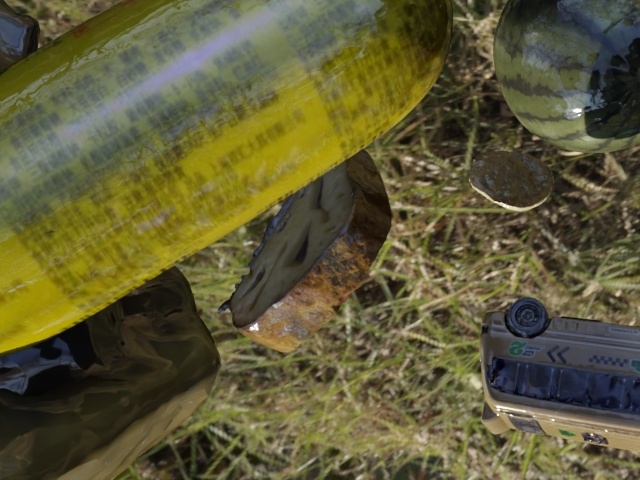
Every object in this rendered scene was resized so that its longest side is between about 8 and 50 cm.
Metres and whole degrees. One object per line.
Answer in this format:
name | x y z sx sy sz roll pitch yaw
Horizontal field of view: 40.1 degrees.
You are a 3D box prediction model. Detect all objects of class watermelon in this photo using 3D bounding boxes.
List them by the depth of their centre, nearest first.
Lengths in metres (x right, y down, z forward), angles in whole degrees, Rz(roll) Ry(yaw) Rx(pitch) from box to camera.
watermelon | 0.388 -0.272 1.261 0.279 0.359 0.279 0 111 1

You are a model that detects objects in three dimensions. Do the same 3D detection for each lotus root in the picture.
lotus root | 0.000 0.000 0.954 0.260 0.074 0.170 -57 24 -8

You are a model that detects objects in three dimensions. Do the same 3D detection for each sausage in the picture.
sausage | -0.076 -0.057 0.431 0.347 0.123 0.123 -32 80 -6

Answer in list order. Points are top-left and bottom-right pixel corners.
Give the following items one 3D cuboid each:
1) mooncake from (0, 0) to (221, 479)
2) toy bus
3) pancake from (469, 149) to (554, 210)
mooncake | -0.263 0.002 0.577 0.393 0.246 0.394 9 110 35
toy bus | 0.336 0.173 1.062 0.289 0.139 0.157 6 68 25
pancake | 0.334 -0.110 1.541 0.152 0.151 0.025 35 147 23
